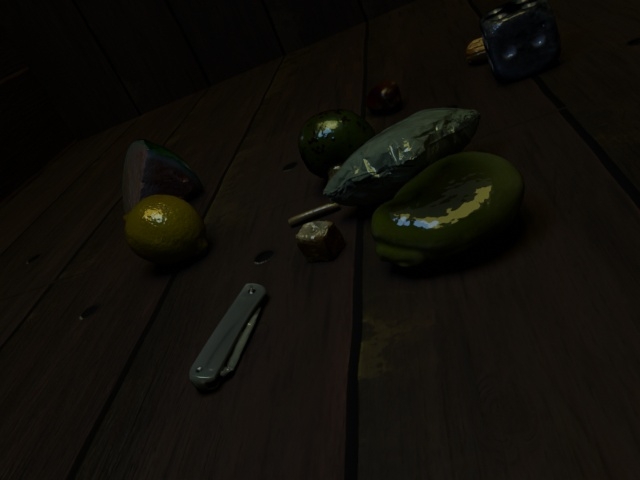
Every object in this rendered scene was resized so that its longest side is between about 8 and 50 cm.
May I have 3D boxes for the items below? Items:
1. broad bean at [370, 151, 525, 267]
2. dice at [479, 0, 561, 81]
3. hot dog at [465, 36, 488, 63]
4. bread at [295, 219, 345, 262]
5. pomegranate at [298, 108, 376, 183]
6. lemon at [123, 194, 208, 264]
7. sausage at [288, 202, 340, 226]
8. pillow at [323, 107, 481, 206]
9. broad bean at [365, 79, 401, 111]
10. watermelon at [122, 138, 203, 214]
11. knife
[{"bbox_3d":[0.225,-0.059,1.038,0.291,0.119,0.238,-27,31,13],"label":"broad bean"},{"bbox_3d":[0.555,-0.567,1.594,0.183,0.181,0.182,-18,27,16],"label":"dice"},{"bbox_3d":[0.580,-0.622,1.791,0.250,0.068,0.100,-13,40,28],"label":"hot dog"},{"bbox_3d":[0.000,-0.002,1.203,0.083,0.070,0.076,-3,36,32],"label":"bread"},{"bbox_3d":[0.043,-0.216,1.437,0.202,0.202,0.247,-13,59,23],"label":"pomegranate"},{"bbox_3d":[-0.398,-0.027,1.462,0.244,0.186,0.187,22,46,14],"label":"lemon"},{"bbox_3d":[-0.016,-0.065,1.373,0.132,0.024,0.024,-21,28,12],"label":"sausage"},{"bbox_3d":[0.189,-0.191,1.255,0.310,0.138,0.283,-36,10,-36],"label":"pillow"},{"bbox_3d":[0.198,-0.457,1.807,0.114,0.084,0.165,-37,23,-10],"label":"broad bean"},{"bbox_3d":[-0.528,-0.193,1.903,0.222,0.319,0.292,1,24,-27],"label":"watermelon"},{"bbox_3d":[-0.164,0.175,1.071,0.073,0.040,0.265,-1,35,20],"label":"knife"}]
